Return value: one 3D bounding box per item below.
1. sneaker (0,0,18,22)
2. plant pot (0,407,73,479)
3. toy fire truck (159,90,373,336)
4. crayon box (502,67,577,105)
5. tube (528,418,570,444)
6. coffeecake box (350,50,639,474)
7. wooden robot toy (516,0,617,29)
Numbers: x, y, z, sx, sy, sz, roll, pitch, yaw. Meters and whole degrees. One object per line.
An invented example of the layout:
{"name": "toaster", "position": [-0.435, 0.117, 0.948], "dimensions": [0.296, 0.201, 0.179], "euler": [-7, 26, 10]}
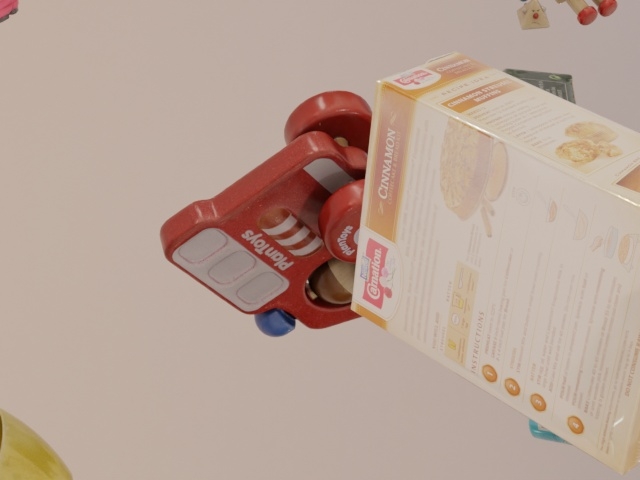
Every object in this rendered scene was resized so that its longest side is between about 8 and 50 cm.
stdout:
{"name": "sneaker", "position": [-0.377, -0.259, 1.222], "dimensions": [0.121, 0.299, 0.112], "euler": [-65, -15, -61]}
{"name": "plant pot", "position": [-0.293, 0.235, 1.454], "dimensions": [0.095, 0.134, 0.134], "euler": [26, -110, -28]}
{"name": "toy fire truck", "position": [0.000, 0.000, 1.674], "dimensions": [0.302, 0.254, 0.169], "euler": [40, -157, -49]}
{"name": "crayon box", "position": [0.214, -0.001, 1.652], "dimensions": [0.203, 0.083, 0.323], "euler": [-75, -9, -67]}
{"name": "tube", "position": [0.367, 0.241, 1.960], "dimensions": [0.052, 0.207, 0.080], "euler": [-31, -63, -44]}
{"name": "coffeecake box", "position": [0.109, 0.006, 0.776], "dimensions": [0.068, 0.185, 0.142], "euler": [-24, -48, -40]}
{"name": "wooden robot toy", "position": [0.272, -0.275, 1.549], "dimensions": [0.173, 0.076, 0.079], "euler": [-26, -36, -18]}
